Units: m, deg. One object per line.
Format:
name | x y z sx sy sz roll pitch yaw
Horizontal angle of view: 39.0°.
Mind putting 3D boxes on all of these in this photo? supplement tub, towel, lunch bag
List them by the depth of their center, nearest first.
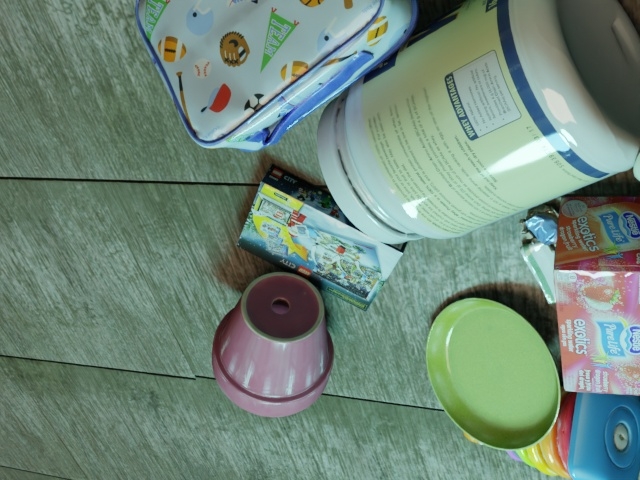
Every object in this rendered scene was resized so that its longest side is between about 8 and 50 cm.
lunch bag | -0.055 -0.242 1.001 0.303 0.115 0.243 -34 77 26
supplement tub | 0.177 -0.138 1.006 0.324 0.235 0.235 -24 118 41
towel | 0.364 0.035 1.240 0.152 0.023 0.113 -14 125 36

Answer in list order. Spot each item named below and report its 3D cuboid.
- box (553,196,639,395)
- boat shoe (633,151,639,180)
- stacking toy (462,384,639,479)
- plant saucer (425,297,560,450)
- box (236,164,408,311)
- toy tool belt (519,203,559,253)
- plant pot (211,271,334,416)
box | 0.371 0.075 1.160 0.122 0.128 0.257 1 137 20
boat shoe | 0.466 -0.130 0.846 0.340 0.113 0.127 -32 150 7
stacking toy | 0.348 0.304 1.439 0.175 0.166 0.301 28 157 -34
plant saucer | 0.266 0.199 1.373 0.241 0.037 0.241 18 117 41
box | 0.000 0.000 1.374 0.233 0.044 0.159 27 138 0
toy tool belt | 0.290 -0.022 1.200 0.083 0.051 0.052 39 137 -12
plant pot | -0.069 0.152 1.433 0.201 0.201 0.180 22 144 6
